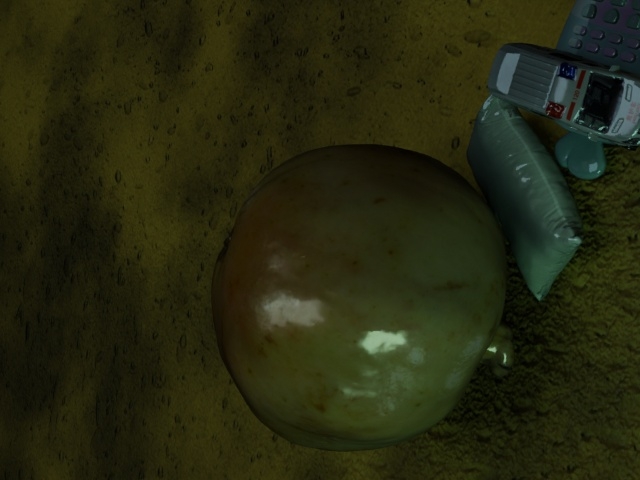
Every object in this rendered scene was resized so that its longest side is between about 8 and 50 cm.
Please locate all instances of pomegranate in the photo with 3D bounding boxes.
[{"bbox_3d":[0.064,0.073,1.505,0.411,0.412,0.411,-14,71,49],"label":"pomegranate"}]

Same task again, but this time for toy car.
[{"bbox_3d":[0.295,-0.172,1.391,0.210,0.108,0.089,32,108,49],"label":"toy car"}]

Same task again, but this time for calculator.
[{"bbox_3d":[0.359,-0.218,1.444,0.185,0.041,0.298,27,103,50],"label":"calculator"}]

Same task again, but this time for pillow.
[{"bbox_3d":[0.254,-0.056,1.510,0.144,0.078,0.254,111,145,-50],"label":"pillow"}]
